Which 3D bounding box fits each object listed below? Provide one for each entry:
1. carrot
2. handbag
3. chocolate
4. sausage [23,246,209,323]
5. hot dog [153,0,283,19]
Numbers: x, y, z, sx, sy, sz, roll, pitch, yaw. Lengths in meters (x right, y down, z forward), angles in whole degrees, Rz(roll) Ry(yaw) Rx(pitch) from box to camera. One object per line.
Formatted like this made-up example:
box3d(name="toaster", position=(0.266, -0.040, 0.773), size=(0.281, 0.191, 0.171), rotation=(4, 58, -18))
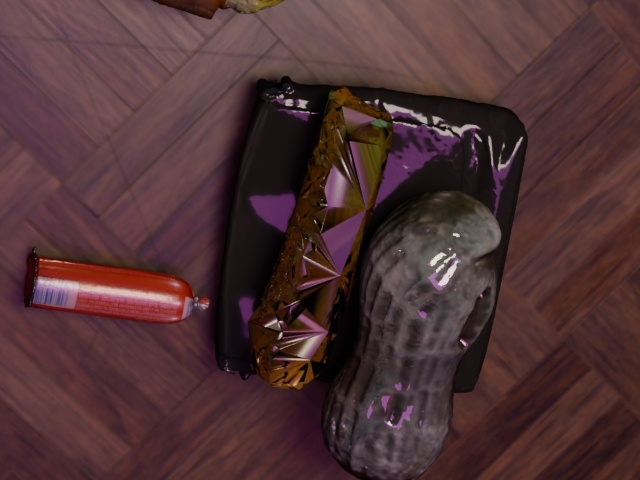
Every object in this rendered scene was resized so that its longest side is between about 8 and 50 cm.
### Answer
box3d(name="carrot", position=(0.001, 0.000, 1.217), size=(0.069, 0.069, 0.229), rotation=(14, 105, -15))
box3d(name="handbag", position=(0.036, -0.002, 1.294), size=(0.223, 0.080, 0.247), rotation=(8, 106, -7))
box3d(name="chocolate", position=(0.066, 0.075, 1.226), size=(0.110, 0.110, 0.248), rotation=(14, 107, -15))
box3d(name="sausage", position=(-0.159, 0.039, 1.278), size=(0.145, 0.050, 0.048), rotation=(8, 131, -15))
box3d(name="hot dog", position=(-0.106, -0.233, 1.188), size=(0.261, 0.093, 0.123), rotation=(15, 111, 0))
